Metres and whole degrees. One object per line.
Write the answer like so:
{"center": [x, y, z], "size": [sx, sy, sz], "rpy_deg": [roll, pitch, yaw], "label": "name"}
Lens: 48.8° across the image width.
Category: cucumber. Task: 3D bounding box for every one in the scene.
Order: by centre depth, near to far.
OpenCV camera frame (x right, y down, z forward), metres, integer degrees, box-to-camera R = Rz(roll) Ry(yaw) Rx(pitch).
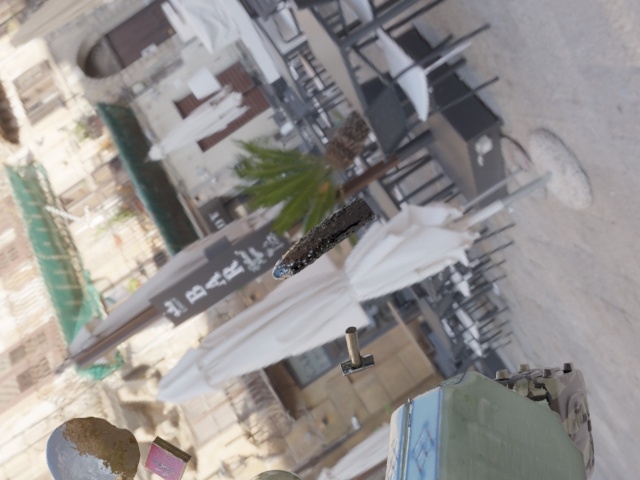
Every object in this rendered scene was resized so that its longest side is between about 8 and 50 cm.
{"center": [0.000, 0.000, 1.785], "size": [0.072, 0.303, 0.081], "rpy_deg": [53, 178, 23], "label": "cucumber"}

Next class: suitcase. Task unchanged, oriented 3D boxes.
{"center": [0.464, 0.439, 1.505], "size": [0.351, 0.194, 0.339], "rpy_deg": [8, -104, -59], "label": "suitcase"}

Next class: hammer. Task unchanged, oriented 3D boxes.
{"center": [0.105, 0.332, 2.135], "size": [0.365, 0.111, 0.043], "rpy_deg": [78, 176, -64], "label": "hammer"}

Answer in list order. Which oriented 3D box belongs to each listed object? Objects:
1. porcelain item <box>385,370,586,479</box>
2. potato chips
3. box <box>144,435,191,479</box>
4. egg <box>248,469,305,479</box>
{"center": [0.233, 0.357, 1.010], "size": [0.286, 0.157, 0.281], "rpy_deg": [27, -132, -19], "label": "porcelain item"}
{"center": [-0.450, 0.438, 1.378], "size": [0.062, 0.208, 0.195], "rpy_deg": [-64, -42, -67], "label": "potato chips"}
{"center": [-0.340, 0.491, 1.566], "size": [0.090, 0.023, 0.133], "rpy_deg": [32, 135, 5], "label": "box"}
{"center": [-0.087, 0.572, 1.458], "size": [0.186, 0.186, 0.241], "rpy_deg": [56, 158, -3], "label": "egg"}
